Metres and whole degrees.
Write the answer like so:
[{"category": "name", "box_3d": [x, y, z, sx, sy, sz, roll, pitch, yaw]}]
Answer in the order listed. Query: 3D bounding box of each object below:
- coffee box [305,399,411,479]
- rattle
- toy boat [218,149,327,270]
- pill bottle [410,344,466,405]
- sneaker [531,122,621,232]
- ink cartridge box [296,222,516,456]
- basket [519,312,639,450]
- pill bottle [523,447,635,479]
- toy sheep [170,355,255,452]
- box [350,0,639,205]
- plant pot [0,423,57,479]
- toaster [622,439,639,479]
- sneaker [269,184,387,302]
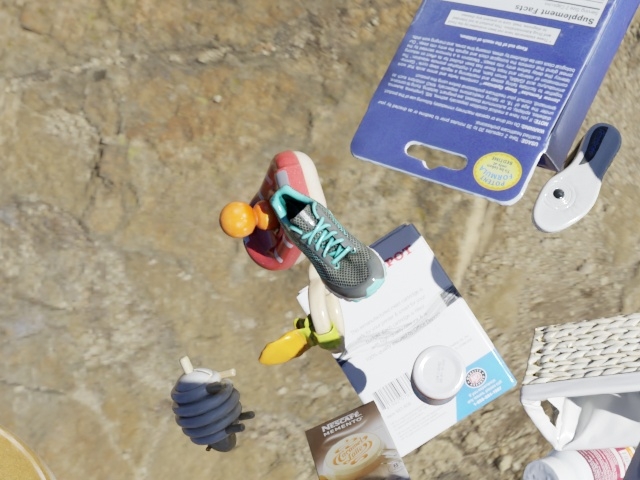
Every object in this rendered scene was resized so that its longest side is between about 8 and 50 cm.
[{"category": "coffee box", "box_3d": [0.069, 0.386, 1.563, 0.141, 0.246, 0.098, -24, 111, -2]}, {"category": "rattle", "box_3d": [-0.031, 0.097, 1.576, 0.143, 0.130, 0.199, -23, 67, 28]}, {"category": "toy boat", "box_3d": [-0.090, -0.039, 1.527, 0.151, 0.231, 0.151, -8, 68, -20]}, {"category": "pill bottle", "box_3d": [0.194, 0.230, 1.586, 0.087, 0.160, 0.087, -1, 74, 4]}, {"category": "sneaker", "box_3d": [0.407, -0.081, 1.538, 0.079, 0.121, 0.217, 36, 74, 10]}, {"category": "ink cartridge box", "box_3d": [0.175, 0.198, 1.977, 0.285, 0.166, 0.395, -32, 88, 3]}, {"category": "basket", "box_3d": [0.315, 0.152, 1.024, 0.167, 0.113, 0.103, -12, 43, 33]}, {"category": "pill bottle", "box_3d": [0.507, 0.455, 1.846, 0.121, 0.221, 0.121, 9, 100, 55]}, {"category": "toy sheep", "box_3d": [-0.135, 0.195, 1.137, 0.091, 0.091, 0.132, -16, 101, 23]}, {"category": "box", "box_3d": [0.122, -0.132, 0.615, 0.136, 0.036, 0.225, 22, 81, 37]}, {"category": "plant pot", "box_3d": [-0.275, 0.180, 0.648, 0.236, 0.236, 0.032, 39, 114, 21]}, {"category": "toaster", "box_3d": [0.248, 0.148, 0.454, 0.227, 0.146, 0.129, 50, 125, 60]}, {"category": "sneaker", "box_3d": [0.000, 0.000, 0.959, 0.065, 0.076, 0.166, -47, 48, -1]}]
